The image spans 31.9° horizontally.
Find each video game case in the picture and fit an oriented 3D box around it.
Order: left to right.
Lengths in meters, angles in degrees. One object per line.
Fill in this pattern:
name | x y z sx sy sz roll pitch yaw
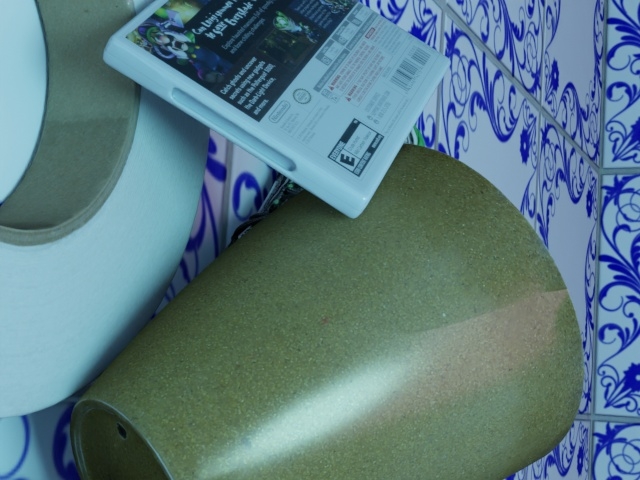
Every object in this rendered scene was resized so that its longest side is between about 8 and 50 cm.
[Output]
video game case | -0.017 -0.113 0.703 0.022 0.173 0.190 -57 -179 40

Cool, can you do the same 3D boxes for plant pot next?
plant pot | -0.014 0.091 0.680 0.254 0.237 0.237 -26 116 -36

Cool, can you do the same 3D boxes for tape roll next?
tape roll | -0.183 -0.100 0.598 0.392 0.072 0.392 0 90 -66

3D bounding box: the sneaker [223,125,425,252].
sneaker | 0.000 0.000 0.916 0.146 0.134 0.343 51 46 -53
